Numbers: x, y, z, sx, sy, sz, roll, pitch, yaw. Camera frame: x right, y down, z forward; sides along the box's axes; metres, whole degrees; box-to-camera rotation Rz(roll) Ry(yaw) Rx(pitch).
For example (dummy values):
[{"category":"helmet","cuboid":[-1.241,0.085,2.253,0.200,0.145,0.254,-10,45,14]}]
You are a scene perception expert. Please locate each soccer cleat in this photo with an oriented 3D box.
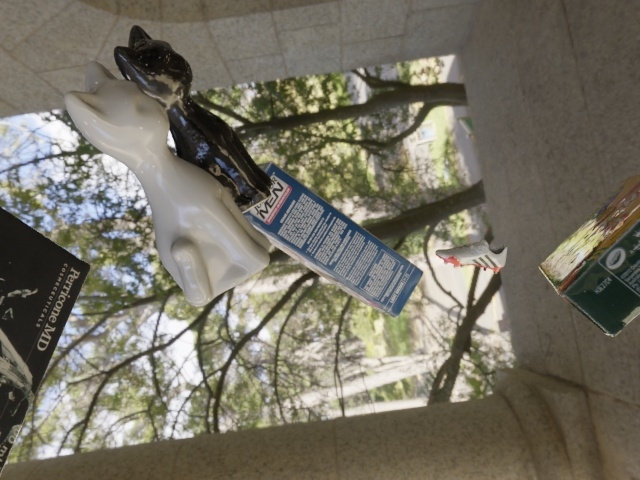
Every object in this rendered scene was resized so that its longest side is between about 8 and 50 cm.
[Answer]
[{"category":"soccer cleat","cuboid":[0.168,0.013,0.541,0.029,0.083,0.036,-104,25,-67]}]

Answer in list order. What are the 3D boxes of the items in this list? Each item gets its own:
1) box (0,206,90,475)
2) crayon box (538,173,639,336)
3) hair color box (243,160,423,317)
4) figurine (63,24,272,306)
[{"category":"box","cuboid":[-0.684,0.136,0.696,0.472,0.297,0.480,56,-144,-51]},{"category":"crayon box","cuboid":[0.418,0.004,0.687,0.081,0.202,0.318,43,-165,12]},{"category":"hair color box","cuboid":[0.000,0.000,0.888,0.105,0.347,0.174,-58,21,-7]},{"category":"figurine","cuboid":[-0.132,-0.080,0.452,0.215,0.092,0.209,-98,-18,-57]}]
